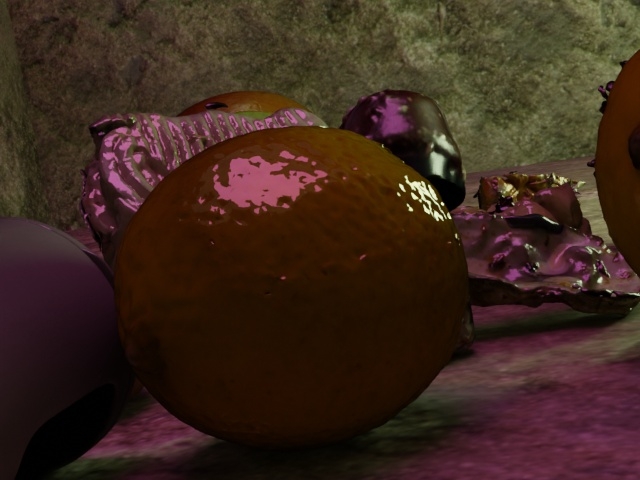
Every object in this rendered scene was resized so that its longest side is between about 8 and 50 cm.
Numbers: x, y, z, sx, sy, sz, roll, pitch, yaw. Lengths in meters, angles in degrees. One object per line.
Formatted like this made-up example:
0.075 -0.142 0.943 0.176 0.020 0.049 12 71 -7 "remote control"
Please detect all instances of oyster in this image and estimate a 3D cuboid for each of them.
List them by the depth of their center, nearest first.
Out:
0.164 0.013 1.037 0.345 0.078 0.128 11 42 4 "oyster"

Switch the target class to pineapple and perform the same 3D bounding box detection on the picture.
0.328 -0.051 1.665 0.236 0.114 0.186 -2 -1 -45 "pineapple"

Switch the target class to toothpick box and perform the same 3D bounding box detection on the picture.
-0.280 0.096 0.681 0.229 0.229 0.316 -8 7 13 "toothpick box"

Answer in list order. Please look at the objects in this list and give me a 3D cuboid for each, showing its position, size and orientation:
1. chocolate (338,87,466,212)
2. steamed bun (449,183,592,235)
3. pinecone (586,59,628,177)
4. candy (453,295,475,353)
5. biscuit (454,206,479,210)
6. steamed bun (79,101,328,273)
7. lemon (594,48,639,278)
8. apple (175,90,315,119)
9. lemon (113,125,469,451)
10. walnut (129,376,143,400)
0.124 -0.145 1.765 0.225 0.210 0.340 -8 -16 -3 "chocolate"
0.272 -0.017 1.361 0.192 0.106 0.177 -13 9 -40 "steamed bun"
0.500 -0.129 1.329 0.296 0.298 0.242 -15 42 38 "pinecone"
0.087 0.075 0.957 0.110 0.085 0.095 -26 25 -31 "candy"
0.264 -0.048 2.012 0.102 0.019 0.130 -9 7 13 "biscuit"
-0.102 0.003 1.203 0.394 0.237 0.346 24 39 15 "steamed bun"
0.379 -0.063 0.842 0.297 0.297 0.297 -10 7 1 "lemon"
-0.146 -0.117 2.030 0.374 0.374 0.384 -8 36 17 "apple"
-0.020 0.034 0.762 0.267 0.267 0.267 -10 7 1 "lemon"
-0.236 0.100 0.975 0.166 0.149 0.166 -29 -12 -7 "walnut"
